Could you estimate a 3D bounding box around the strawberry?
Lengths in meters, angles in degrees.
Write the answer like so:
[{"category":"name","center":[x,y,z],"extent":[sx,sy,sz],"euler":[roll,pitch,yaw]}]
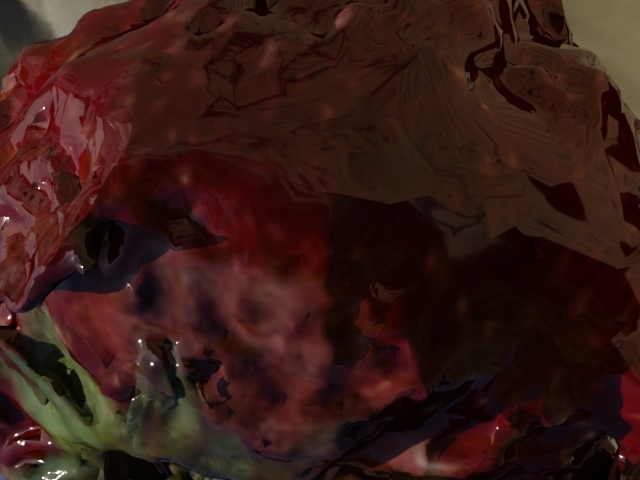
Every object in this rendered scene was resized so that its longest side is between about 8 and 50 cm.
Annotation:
[{"category":"strawberry","center":[0.000,0.000,0.574],"extent":[0.274,0.220,0.274],"euler":[13,148,8]}]
